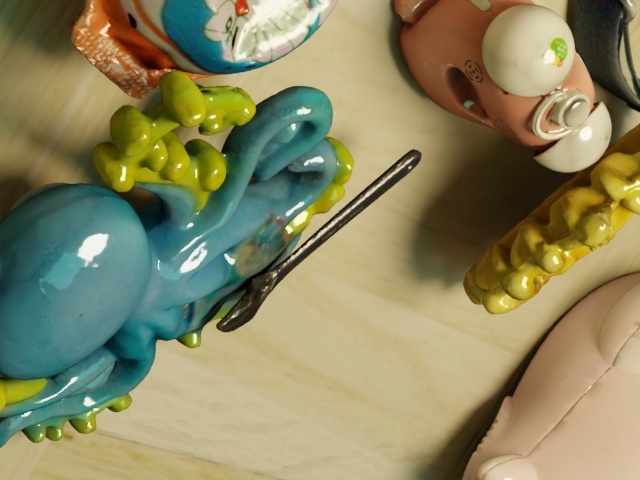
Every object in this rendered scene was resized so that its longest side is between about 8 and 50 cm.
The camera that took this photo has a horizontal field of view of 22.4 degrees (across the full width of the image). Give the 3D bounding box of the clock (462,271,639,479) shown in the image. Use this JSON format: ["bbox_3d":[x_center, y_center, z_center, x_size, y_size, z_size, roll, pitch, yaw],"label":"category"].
[{"bbox_3d":[0.324,0.225,1.591,0.377,0.250,0.368,-32,135,-22],"label":"clock"}]

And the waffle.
[{"bbox_3d":[0.236,-0.035,1.372,0.283,0.065,0.309,-36,178,-25],"label":"waffle"}]

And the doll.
[{"bbox_3d":[-0.131,0.007,1.135,0.341,0.099,0.346,-10,143,-53],"label":"doll"}]

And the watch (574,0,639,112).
[{"bbox_3d":[0.300,-0.208,1.406,0.206,0.068,0.193,15,106,-49],"label":"watch"}]

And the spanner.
[{"bbox_3d":[0.000,0.000,1.221,0.208,0.012,0.046,-41,164,-14],"label":"spanner"}]

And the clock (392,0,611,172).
[{"bbox_3d":[0.142,-0.129,1.244,0.093,0.162,0.166,-43,138,-6],"label":"clock"}]

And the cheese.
[{"bbox_3d":[-0.035,-0.233,1.032,0.329,0.129,0.217,-49,140,-4],"label":"cheese"}]
